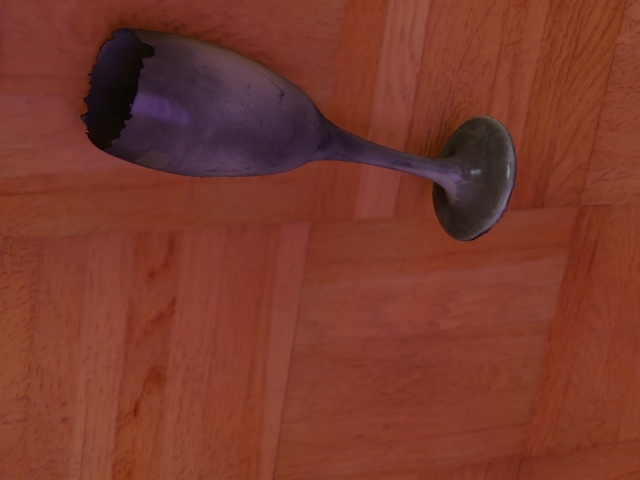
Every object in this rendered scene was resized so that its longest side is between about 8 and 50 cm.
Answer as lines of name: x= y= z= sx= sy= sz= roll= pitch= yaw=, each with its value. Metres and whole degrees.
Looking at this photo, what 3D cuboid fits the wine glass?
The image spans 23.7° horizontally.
wine glass: x=0.000 y=0.000 z=1.038 sx=0.309 sy=0.264 sz=0.096 roll=12 pitch=146 yaw=-32
